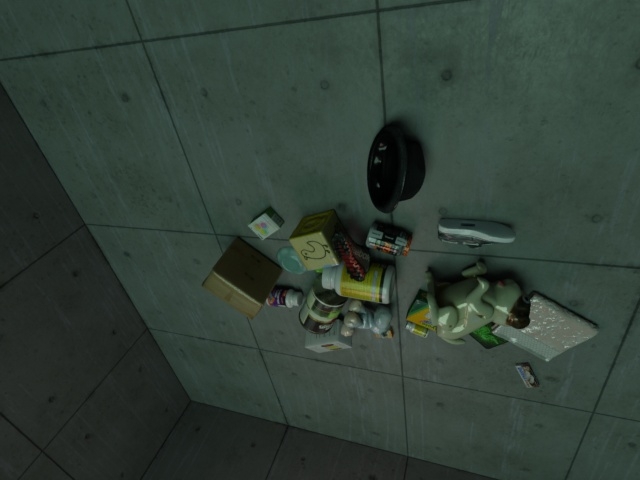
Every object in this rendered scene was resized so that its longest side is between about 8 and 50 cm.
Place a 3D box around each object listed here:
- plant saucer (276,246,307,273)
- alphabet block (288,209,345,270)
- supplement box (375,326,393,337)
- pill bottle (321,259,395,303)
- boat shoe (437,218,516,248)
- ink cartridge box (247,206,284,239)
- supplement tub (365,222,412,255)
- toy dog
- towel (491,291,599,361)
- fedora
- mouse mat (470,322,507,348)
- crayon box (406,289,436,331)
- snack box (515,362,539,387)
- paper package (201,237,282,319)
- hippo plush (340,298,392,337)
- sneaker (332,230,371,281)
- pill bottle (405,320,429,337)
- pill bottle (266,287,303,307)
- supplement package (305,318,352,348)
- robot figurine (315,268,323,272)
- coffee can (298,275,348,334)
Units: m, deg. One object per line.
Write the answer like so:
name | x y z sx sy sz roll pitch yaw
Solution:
plant saucer | -0.153 0.120 2.180 0.195 0.037 0.194 12 130 14
alphabet block | 0.000 0.000 1.910 0.193 0.193 0.197 -14 120 30
supplement box | 0.355 0.513 2.273 0.099 0.036 0.062 -3 124 26
pill bottle | 0.186 0.191 1.984 0.335 0.187 0.187 8 129 17
boat shoe | 0.637 -0.016 1.674 0.302 0.108 0.102 7 129 22
ink cartridge box | -0.294 -0.074 2.066 0.209 0.062 0.109 -30 112 39
supplement tub | 0.309 0.000 1.824 0.191 0.117 0.116 17 132 11
toy dog | 0.692 0.293 1.768 0.409 0.284 0.394 -11 103 18
towel | 1.027 0.412 1.881 0.332 0.053 0.316 29 131 -1
fedora | 0.302 -0.270 1.559 0.153 0.333 0.333 -2 135 -20
mouse mat | 0.841 0.474 2.048 0.190 0.007 0.153 40 132 -9
crayon box | 0.590 0.370 2.023 0.279 0.081 0.165 21 132 7
snack box | 1.081 0.704 2.116 0.064 0.022 0.178 -18 118 35
paper package | -0.410 0.199 2.171 0.325 0.309 0.168 35 130 -7
hippo plush | 0.246 0.434 2.124 0.237 0.234 0.294 20 131 9
sneaker | 0.150 0.051 1.829 0.098 0.135 0.275 8 135 50
pill bottle | 0.512 0.465 2.146 0.117 0.065 0.065 21 132 6
pill bottle | -0.205 0.329 2.322 0.194 0.108 0.108 1 127 23
supplement package | 0.048 0.557 2.351 0.244 0.133 0.139 -21 142 35
robot figurine | -0.003 0.120 2.092 0.101 0.067 0.115 11 131 5
coffee can | 0.013 0.346 2.177 0.202 0.201 0.275 25 132 3
